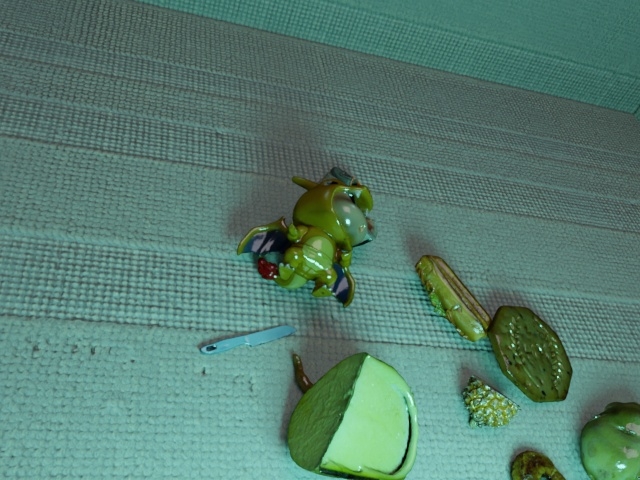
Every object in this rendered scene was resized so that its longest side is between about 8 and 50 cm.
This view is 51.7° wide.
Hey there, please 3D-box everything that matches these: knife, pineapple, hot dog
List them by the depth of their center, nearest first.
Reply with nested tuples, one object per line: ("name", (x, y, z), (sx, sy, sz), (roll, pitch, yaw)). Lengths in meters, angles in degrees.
("knife", (-0.201, 0.287, 1.912), (0.313, 0.019, 0.045), (-11, 61, -33))
("pineapple", (0.485, 0.500, 1.954), (0.176, 0.137, 0.161), (35, 0, 18))
("hot dog", (0.437, 0.198, 2.220), (0.349, 0.117, 0.158), (53, 21, 18))

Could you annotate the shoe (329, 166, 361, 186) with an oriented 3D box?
("shoe", (0.108, -0.223, 2.516), (0.074, 0.077, 0.194), (-14, 55, -34))

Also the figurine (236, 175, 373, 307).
("figurine", (-0.030, -0.019, 2.080), (0.400, 0.268, 0.387), (21, 59, 0))

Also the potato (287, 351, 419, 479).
("potato", (0.096, 0.494, 1.734), (0.280, 0.212, 0.330), (37, 60, -23))

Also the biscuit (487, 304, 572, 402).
("biscuit", (0.694, 0.367, 2.168), (0.359, 0.046, 0.359), (21, 49, -25))

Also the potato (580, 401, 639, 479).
("potato", (0.902, 0.602, 1.975), (0.218, 0.203, 0.351), (0, 25, 32))

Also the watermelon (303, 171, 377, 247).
("watermelon", (0.081, -0.078, 2.285), (0.224, 0.180, 0.305), (-22, 61, -22))

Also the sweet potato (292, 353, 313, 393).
("sweet potato", (-0.043, 0.396, 1.859), (0.044, 0.044, 0.179), (-10, 46, -32))

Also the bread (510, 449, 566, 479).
("bread", (0.616, 0.685, 1.861), (0.193, 0.064, 0.193), (18, 39, -15))
